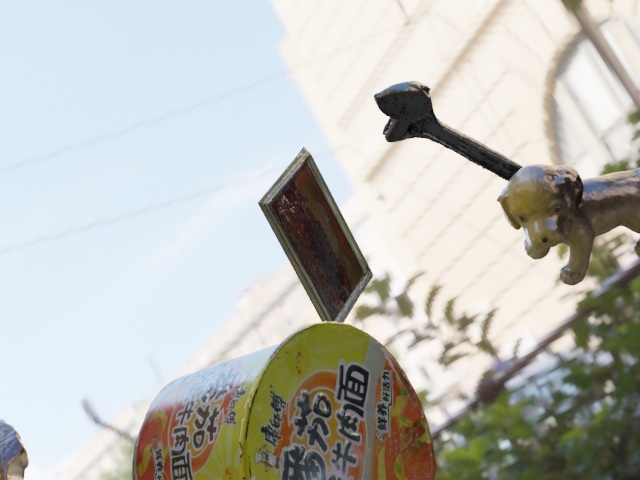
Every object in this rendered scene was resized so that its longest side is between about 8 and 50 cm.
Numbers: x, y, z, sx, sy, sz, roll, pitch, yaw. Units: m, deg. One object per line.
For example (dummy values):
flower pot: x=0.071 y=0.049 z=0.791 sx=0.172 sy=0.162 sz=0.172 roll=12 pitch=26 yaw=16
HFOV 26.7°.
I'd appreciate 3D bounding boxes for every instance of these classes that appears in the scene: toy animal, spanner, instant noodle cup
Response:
toy animal: x=0.339 y=-0.032 z=1.762 sx=0.233 sy=0.121 sz=0.168 roll=-11 pitch=-51 yaw=-20
spanner: x=0.179 y=-0.125 z=1.717 sx=0.325 sy=0.026 sz=0.093 roll=22 pitch=-51 yaw=-40
instant noodle cup: x=-0.047 y=0.220 z=1.320 sx=0.200 sy=0.264 sz=0.264 roll=-12 pitch=-2 yaw=42

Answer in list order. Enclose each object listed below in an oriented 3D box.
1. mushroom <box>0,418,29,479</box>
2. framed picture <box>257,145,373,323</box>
mushroom: x=-0.412 y=0.369 z=1.733 sx=0.208 sy=0.233 sz=0.301 roll=6 pitch=-27 yaw=15
framed picture: x=0.000 y=0.000 z=2.118 sx=0.014 sy=0.252 sz=0.197 roll=-17 pitch=21 yaw=30
